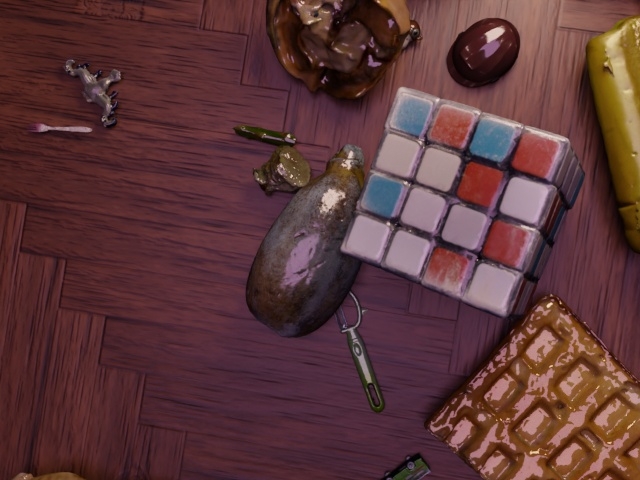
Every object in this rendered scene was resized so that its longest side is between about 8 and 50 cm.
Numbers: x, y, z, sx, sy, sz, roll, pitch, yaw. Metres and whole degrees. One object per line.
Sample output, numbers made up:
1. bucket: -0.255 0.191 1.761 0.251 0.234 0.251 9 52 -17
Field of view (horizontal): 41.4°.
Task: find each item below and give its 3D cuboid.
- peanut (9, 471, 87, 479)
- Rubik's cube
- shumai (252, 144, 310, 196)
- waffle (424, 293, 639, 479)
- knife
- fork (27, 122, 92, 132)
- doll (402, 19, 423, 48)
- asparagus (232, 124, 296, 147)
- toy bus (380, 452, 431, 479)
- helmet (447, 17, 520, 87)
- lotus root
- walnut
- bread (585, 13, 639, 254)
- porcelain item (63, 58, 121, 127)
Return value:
1. peanut: -0.384 0.453 1.358 0.325 0.140 0.153 3 72 3
2. Rubik's cube: 0.212 -0.046 1.232 0.256 0.259 0.253 22 91 20
3. shumai: -0.066 -0.103 1.387 0.080 0.082 0.083 -41 78 41
4. waffle: 0.382 0.297 1.324 0.348 0.077 0.304 44 91 5
5. knife: 0.070 0.177 1.384 0.054 0.015 0.212 -19 86 2
6. fork: -0.444 -0.190 1.437 0.115 0.012 0.016 4 96 4
7. doll: 0.125 -0.351 1.380 0.058 0.040 0.085 -34 87 14
8. asparagus: -0.092 -0.175 1.402 0.108 0.021 0.025 13 86 6
9. toy bus: 0.135 0.380 1.366 0.083 0.031 0.037 -37 96 3
10. helmet: 0.263 -0.303 1.350 0.123 0.070 0.098 -37 86 2
11. lotus root: 0.000 0.000 1.322 0.158 0.140 0.322 26 90 -25
12. walnut: 0.043 -0.333 1.322 0.238 0.141 0.204 2 131 34
13. bread: 0.517 -0.156 1.304 0.166 0.112 0.383 -12 87 2
14. porcelain item: -0.367 -0.262 1.427 0.075 0.021 0.136 -35 86 3
